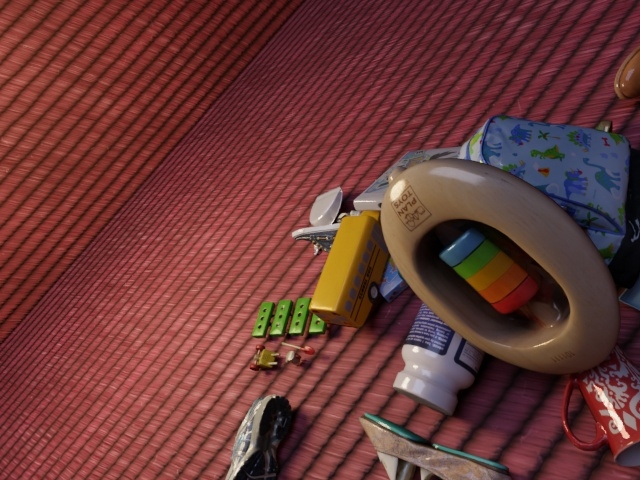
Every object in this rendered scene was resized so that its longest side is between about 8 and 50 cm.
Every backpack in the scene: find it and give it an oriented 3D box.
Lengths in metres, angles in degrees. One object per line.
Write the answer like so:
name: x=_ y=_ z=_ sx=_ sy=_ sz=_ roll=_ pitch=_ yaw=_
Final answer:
backpack: x=0.437 y=-0.099 z=0.901 sx=0.355 sy=0.273 sz=0.290 roll=11 pitch=58 yaw=31

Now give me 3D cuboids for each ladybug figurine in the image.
ladybug figurine: x=0.298 y=0.025 z=0.787 sx=0.162 sy=0.449 sz=0.305 roll=-42 pitch=-2 yaw=-42

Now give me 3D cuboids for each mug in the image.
mug: x=0.468 y=0.256 z=0.743 sx=0.150 sy=0.113 sz=0.169 roll=2 pitch=41 yaw=-9

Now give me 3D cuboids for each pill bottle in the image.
pill bottle: x=0.258 y=0.206 z=0.942 sx=0.153 sy=0.153 sz=0.264 roll=11 pitch=64 yaw=45

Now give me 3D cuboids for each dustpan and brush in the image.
dustpan and brush: x=0.006 y=-0.055 z=1.450 sx=0.147 sy=0.060 sz=0.211 roll=-17 pitch=43 yaw=56

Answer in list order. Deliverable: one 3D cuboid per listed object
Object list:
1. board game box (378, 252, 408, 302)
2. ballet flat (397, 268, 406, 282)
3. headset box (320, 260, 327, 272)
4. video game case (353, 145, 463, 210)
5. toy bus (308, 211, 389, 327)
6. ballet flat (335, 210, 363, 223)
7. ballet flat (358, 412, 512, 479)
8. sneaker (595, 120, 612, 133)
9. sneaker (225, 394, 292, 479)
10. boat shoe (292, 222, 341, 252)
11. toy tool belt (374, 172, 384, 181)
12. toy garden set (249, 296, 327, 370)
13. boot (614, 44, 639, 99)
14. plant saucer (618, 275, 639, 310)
board game box: x=0.214 y=0.039 z=1.208 sx=0.211 sy=0.039 sz=0.160 roll=-43 pitch=40 yaw=5
ballet flat: x=0.345 y=0.042 z=1.050 sx=0.342 sy=0.116 sz=0.124 roll=-8 pitch=33 yaw=40
headset box: x=0.045 y=0.078 z=1.322 sx=0.083 sy=0.032 sz=0.062 roll=16 pitch=69 yaw=45
video game case: x=0.292 y=-0.169 z=1.209 sx=0.300 sy=0.036 sz=0.329 roll=3 pitch=33 yaw=40
toy bus: x=0.091 y=0.053 z=1.168 sx=0.108 sy=0.130 sz=0.332 roll=-1 pitch=57 yaw=40
ballet flat: x=0.093 y=-0.071 z=1.402 sx=0.114 sy=0.041 sz=0.041 roll=-10 pitch=51 yaw=34
ballet flat: x=0.189 y=0.421 z=0.865 sx=0.316 sy=0.107 sz=0.106 roll=5 pitch=68 yaw=44
sneaker: x=0.603 y=-0.195 z=1.053 sx=0.086 sy=0.064 sz=0.192 roll=9 pitch=66 yaw=38
sneaker: x=-0.161 y=0.510 z=1.104 sx=0.122 sy=0.110 sz=0.283 roll=-17 pitch=42 yaw=54
boat shoe: x=0.000 y=0.000 z=1.370 sx=0.183 sy=0.065 sz=0.083 roll=-8 pitch=86 yaw=25
toy tool belt: x=0.206 y=-0.183 z=1.400 sx=0.083 sy=0.052 sz=0.051 roll=-24 pitch=13 yaw=19
toy garden set: x=-0.082 y=0.261 z=1.269 sx=0.244 sy=0.049 sz=0.204 roll=-10 pitch=49 yaw=33
boot: x=0.811 y=-0.392 z=0.974 sx=0.283 sy=0.109 sz=0.220 roll=-26 pitch=20 yaw=3
plant saucer: x=0.641 y=0.056 z=0.851 sx=0.192 sy=0.018 sz=0.067 roll=-49 pitch=40 yaw=-3
